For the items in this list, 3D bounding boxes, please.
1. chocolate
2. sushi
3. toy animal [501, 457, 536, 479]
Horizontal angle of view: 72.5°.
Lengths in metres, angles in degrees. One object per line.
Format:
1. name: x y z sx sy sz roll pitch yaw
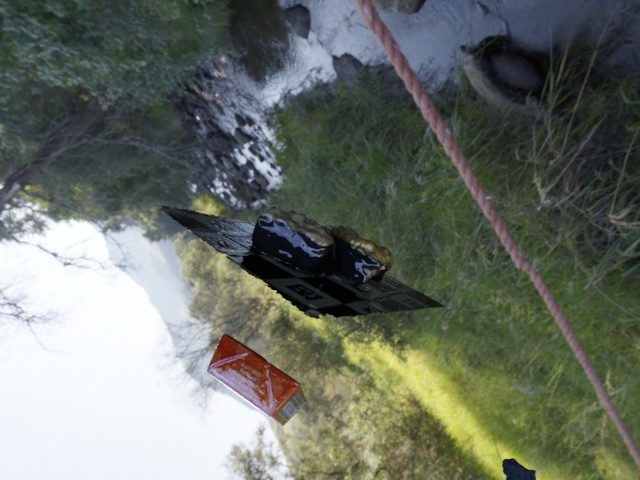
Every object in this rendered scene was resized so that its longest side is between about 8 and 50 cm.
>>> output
1. chocolate: -0.160 0.367 1.122 0.235 0.108 0.237 28 155 17
2. sushi: 0.000 0.000 0.373 0.193 0.040 0.210 29 -168 37
3. toy animal: 0.382 0.490 0.695 0.177 0.239 0.255 16 -142 -10
